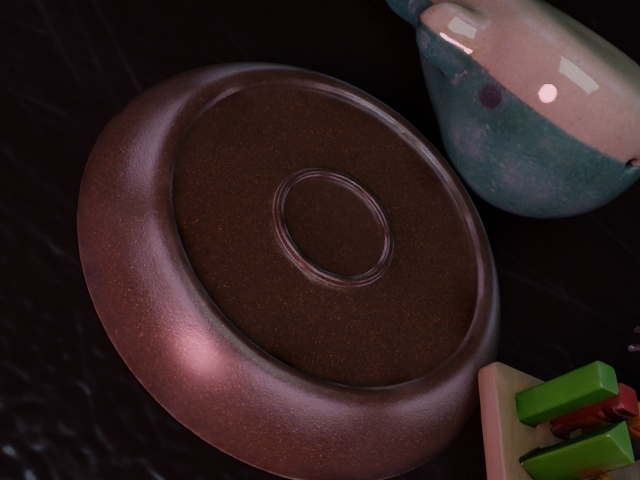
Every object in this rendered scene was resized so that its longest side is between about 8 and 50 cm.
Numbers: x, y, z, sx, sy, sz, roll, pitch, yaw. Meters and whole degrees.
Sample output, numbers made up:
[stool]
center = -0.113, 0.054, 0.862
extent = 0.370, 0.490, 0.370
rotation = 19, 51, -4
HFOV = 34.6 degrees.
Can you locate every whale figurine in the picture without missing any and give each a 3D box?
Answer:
[whale figurine]
center = 0.132, -0.123, 0.792
extent = 0.216, 0.141, 0.272
rotation = 5, 35, -49

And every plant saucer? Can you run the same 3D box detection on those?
[plant saucer]
center = 0.000, 0.000, 0.670
extent = 0.310, 0.050, 0.310
rotation = 15, 54, -22

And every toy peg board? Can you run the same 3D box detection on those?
[toy peg board]
center = 0.185, 0.161, 0.638
extent = 0.160, 0.079, 0.161
rotation = 25, 51, -34

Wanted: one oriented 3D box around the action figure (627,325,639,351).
[action figure]
center = 0.342, 0.151, 0.717
extent = 0.276, 0.141, 0.164
rotation = 53, 16, 4
